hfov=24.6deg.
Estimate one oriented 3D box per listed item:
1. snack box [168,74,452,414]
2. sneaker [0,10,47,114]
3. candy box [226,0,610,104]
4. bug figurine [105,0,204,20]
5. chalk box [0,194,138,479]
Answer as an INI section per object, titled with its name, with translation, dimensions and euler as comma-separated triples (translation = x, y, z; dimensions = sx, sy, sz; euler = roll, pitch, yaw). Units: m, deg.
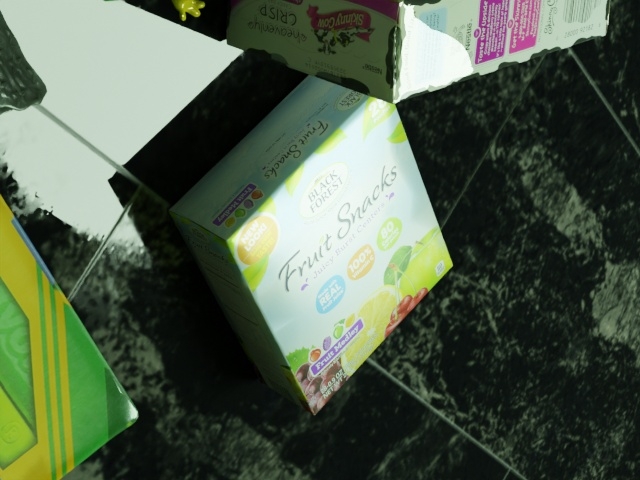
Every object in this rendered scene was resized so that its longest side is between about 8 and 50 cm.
[snack box]
translation = 0.000, 0.000, 1.096
dimensions = 0.174, 0.070, 0.207
euler = -46, 137, -21
[sneaker]
translation = -0.217, -0.126, 0.789
dimensions = 0.170, 0.051, 0.089
euler = 60, 37, -26
[candy box]
translation = 0.071, -0.170, 1.011
dimensions = 0.233, 0.159, 0.071
euler = -23, 125, -41
[bug figurine]
translation = -0.111, -0.248, 0.827
dimensions = 0.279, 0.072, 0.216
euler = 17, 103, -56
[chalk box]
translation = -0.251, 0.005, 0.681
dimensions = 0.180, 0.179, 0.289
euler = -39, 124, -17
